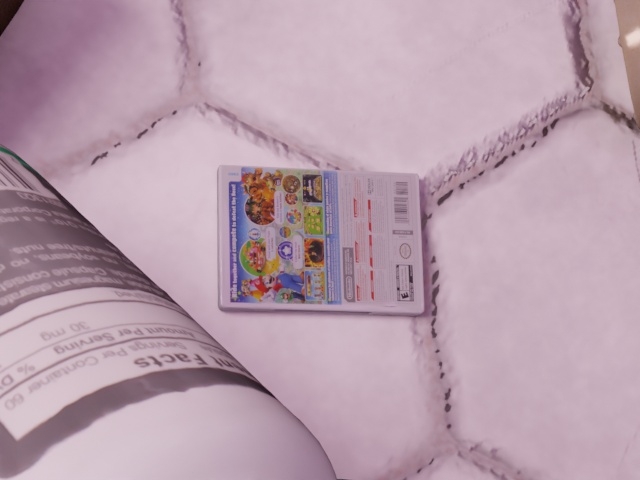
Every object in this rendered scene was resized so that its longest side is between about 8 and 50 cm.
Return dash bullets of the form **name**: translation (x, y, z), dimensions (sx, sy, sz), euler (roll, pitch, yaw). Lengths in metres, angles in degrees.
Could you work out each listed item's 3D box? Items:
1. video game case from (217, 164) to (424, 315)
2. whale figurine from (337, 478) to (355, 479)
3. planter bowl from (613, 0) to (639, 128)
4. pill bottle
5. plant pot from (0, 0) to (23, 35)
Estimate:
- **video game case**: translation (0.000, 0.000, 1.002), dimensions (0.122, 0.011, 0.087), euler (2, 74, -12)
- **whale figurine**: translation (-0.038, 0.228, 0.848), dimensions (0.272, 0.141, 0.216), euler (-31, 57, -7)
- **planter bowl**: translation (0.236, -0.124, 1.027), dimensions (0.109, 0.162, 0.162), euler (-9, 74, 12)
- **pill bottle**: translation (-0.120, 0.114, 0.757), dimensions (0.204, 0.204, 0.361), euler (-33, 48, -19)
- **plant pot**: translation (-0.275, -0.111, 0.889), dimensions (0.215, 0.215, 0.230), euler (24, 85, -5)
